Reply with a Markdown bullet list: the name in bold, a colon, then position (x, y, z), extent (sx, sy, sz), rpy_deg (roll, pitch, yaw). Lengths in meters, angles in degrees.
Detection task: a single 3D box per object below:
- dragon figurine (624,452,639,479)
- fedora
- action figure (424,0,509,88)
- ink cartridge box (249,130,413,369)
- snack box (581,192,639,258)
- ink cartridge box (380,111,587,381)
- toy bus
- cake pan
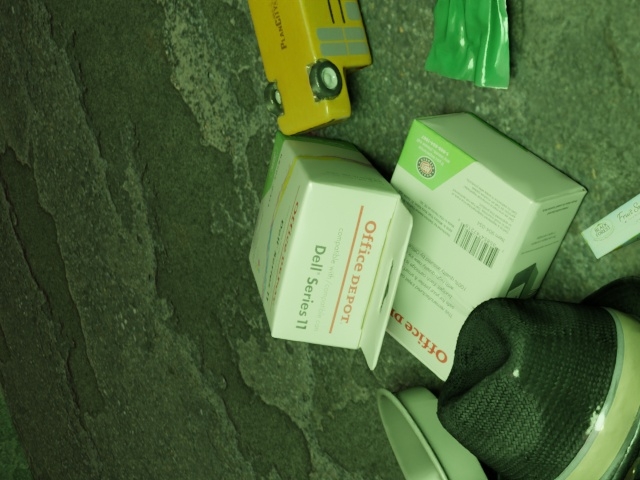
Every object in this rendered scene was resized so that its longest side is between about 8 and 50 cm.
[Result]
- **dragon figurine**: position (0.375, 0.200, 1.038), extent (0.085, 0.144, 0.289), rpy_deg (41, 108, 33)
- **fedora**: position (0.221, 0.157, 1.007), extent (0.153, 0.334, 0.334), rpy_deg (22, 125, -4)
- **action figure**: position (0.186, -0.306, 1.108), extent (0.137, 0.063, 0.232), rpy_deg (23, 121, 42)
- **ink cartridge box**: position (0.000, 0.000, 1.199), extent (0.353, 0.119, 0.207), rpy_deg (-120, 42, -69)
- **snack box**: position (0.356, -0.038, 0.980), extent (0.141, 0.100, 0.037), rpy_deg (-42, 71, 44)
- **ink cartridge box**: position (0.173, 0.008, 1.171), extent (0.198, 0.115, 0.272), rpy_deg (41, 127, 32)
- **toy bus**: position (-0.023, -0.317, 1.272), extent (0.108, 0.130, 0.332), rpy_deg (-13, 92, 46)
- **cake pan**: position (0.162, 0.315, 1.219), extent (0.293, 0.054, 0.293), rpy_deg (62, 170, 20)
